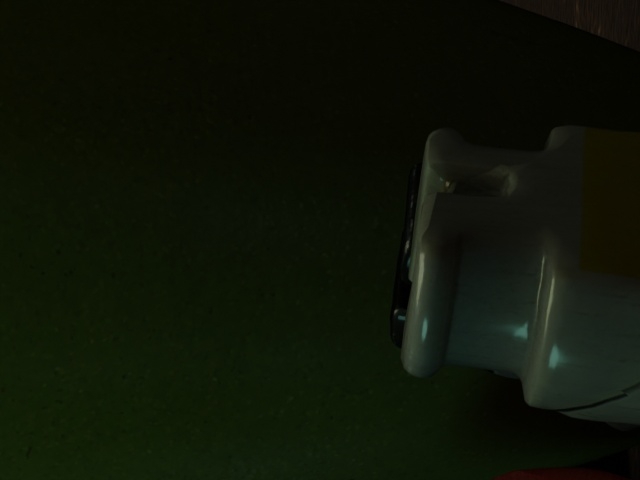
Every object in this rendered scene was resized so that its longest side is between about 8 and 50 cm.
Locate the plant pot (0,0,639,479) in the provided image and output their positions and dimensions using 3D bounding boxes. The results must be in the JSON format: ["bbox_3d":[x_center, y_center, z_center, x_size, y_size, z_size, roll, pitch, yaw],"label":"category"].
[{"bbox_3d":[0.000,0.000,0.712,0.275,0.294,0.274,-179,90,-90],"label":"plant pot"}]

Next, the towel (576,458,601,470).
[{"bbox_3d":[0.128,0.125,0.972,0.243,0.040,0.336,88,-176,-65],"label":"towel"}]

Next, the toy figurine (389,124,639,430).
[{"bbox_3d":[0.084,0.075,0.418,0.213,0.148,0.209,75,-158,-85],"label":"toy figurine"}]

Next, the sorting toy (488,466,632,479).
[{"bbox_3d":[0.109,0.247,0.644,0.126,0.127,0.365,-13,-76,-61],"label":"sorting toy"}]
